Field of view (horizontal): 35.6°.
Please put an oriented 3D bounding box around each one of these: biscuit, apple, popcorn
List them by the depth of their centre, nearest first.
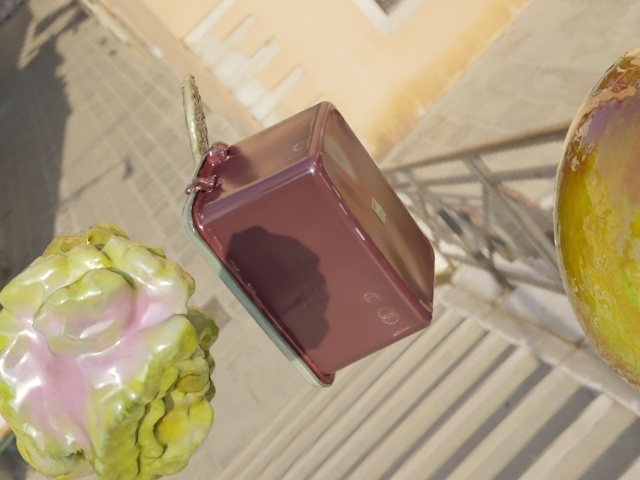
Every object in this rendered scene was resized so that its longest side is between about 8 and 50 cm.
[{"bbox_3d":[-0.118,0.067,0.554,0.126,0.145,0.126,-22,23,-3],"label":"popcorn"},{"bbox_3d":[0.396,-0.013,0.851,0.384,0.374,0.374,-4,35,7],"label":"apple"},{"bbox_3d":[-0.148,-0.128,1.196,0.020,0.152,0.152,-10,27,-2],"label":"biscuit"}]

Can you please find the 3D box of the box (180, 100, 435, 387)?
[{"bbox_3d":[0.000,0.000,1.118,0.168,0.294,0.193,-25,28,25],"label":"box"}]
